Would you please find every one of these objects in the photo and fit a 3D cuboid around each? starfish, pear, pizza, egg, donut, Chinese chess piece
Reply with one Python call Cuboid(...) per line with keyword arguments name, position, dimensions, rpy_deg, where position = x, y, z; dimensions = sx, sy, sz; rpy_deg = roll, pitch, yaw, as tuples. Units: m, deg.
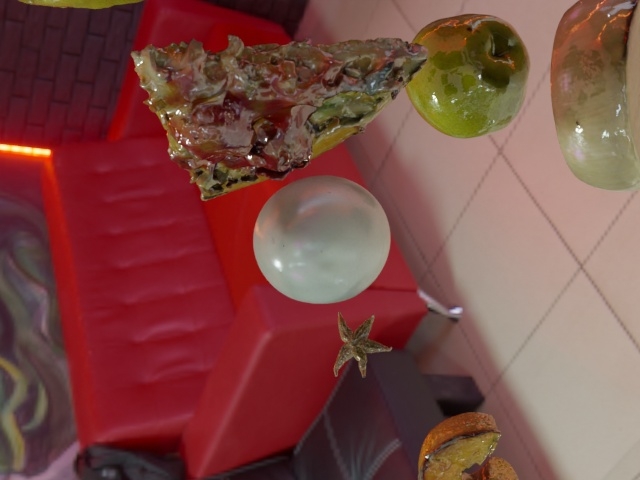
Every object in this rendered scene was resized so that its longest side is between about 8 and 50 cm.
Cuboid(name="starfish", position=(0.042, 0.133, 1.153), dimensions=(0.086, 0.016, 0.092), rpy_deg=(40, 91, 27))
Cuboid(name="pear", position=(0.221, -0.247, 1.364), dimensions=(0.198, 0.198, 0.198), rpy_deg=(-16, 72, 61))
Cuboid(name="pizza", position=(-0.048, -0.073, 0.573), dimensions=(0.201, 0.193, 0.053), rpy_deg=(-29, 69, 37))
Cuboid(name="egg", position=(0.000, 0.000, 1.042), dimensions=(0.151, 0.209, 0.151), rpy_deg=(3, 98, 22))
Cuboid(name="donut", position=(0.208, 0.326, 1.300), dimensions=(0.078, 0.146, 0.181), rpy_deg=(-98, -17, -55))
Cuboid(name="Chinese chess piece", position=(0.369, -0.185, 1.108), dimensions=(0.097, 0.251, 0.250), rpy_deg=(0, 85, 36))

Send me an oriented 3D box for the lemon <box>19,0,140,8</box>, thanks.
Cuboid(name="lemon", position=(-0.242, -0.441, 0.962), dimensions=(0.364, 0.364, 0.364), rpy_deg=(-16, 72, 61))
